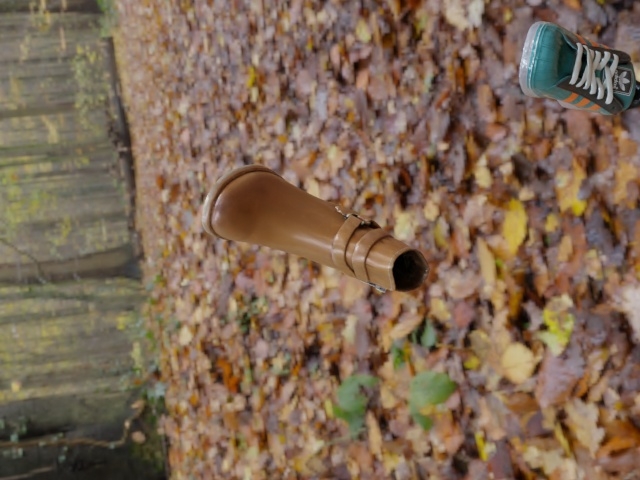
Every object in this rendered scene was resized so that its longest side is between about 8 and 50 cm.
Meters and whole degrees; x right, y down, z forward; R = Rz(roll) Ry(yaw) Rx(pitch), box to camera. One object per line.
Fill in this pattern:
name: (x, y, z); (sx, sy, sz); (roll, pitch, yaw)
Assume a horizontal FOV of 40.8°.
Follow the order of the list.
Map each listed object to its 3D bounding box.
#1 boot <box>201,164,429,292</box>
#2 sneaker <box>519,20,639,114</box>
boot: (0.000, 0.000, 1.117); (0.220, 0.283, 0.109); (29, 95, 32)
sneaker: (0.379, -0.240, 1.218); (0.121, 0.302, 0.108); (14, 98, 33)
